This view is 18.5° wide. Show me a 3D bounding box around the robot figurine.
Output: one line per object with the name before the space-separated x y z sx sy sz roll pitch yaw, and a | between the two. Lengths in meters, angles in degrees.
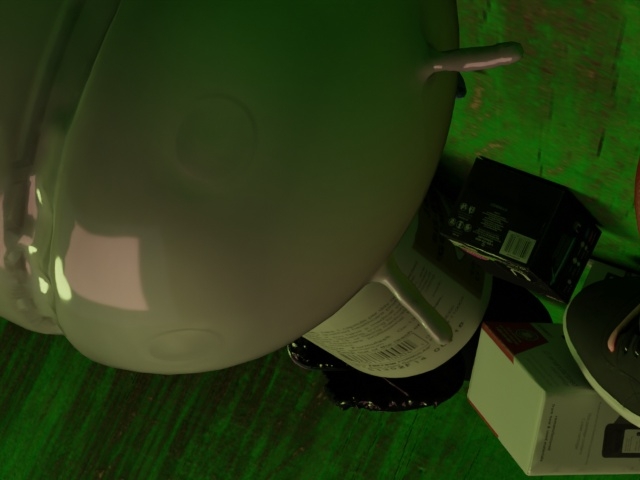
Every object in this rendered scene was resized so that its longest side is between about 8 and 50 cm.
robot figurine | -0.102 -0.080 0.683 0.353 0.200 0.300 24 145 15

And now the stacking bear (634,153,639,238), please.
stacking bear | 0.194 0.028 0.709 0.164 0.175 0.289 13 160 29

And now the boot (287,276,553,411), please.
boot | 0.079 0.076 1.469 0.246 0.094 0.207 21 -165 -14

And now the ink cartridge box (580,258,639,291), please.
ink cartridge box | 0.205 0.039 1.296 0.083 0.028 0.048 21 173 36

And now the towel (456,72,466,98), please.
towel | -0.089 -0.137 0.941 0.285 0.034 0.209 20 173 38

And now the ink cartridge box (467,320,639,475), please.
ink cartridge box | 0.187 0.102 1.277 0.150 0.063 0.109 2 -159 -19

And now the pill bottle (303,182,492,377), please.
pill bottle | 0.010 -0.002 1.234 0.131 0.131 0.229 21 173 31

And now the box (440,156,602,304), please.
box | 0.119 -0.005 1.153 0.062 0.052 0.083 23 175 27

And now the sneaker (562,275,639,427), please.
sneaker | 0.213 0.049 1.099 0.147 0.104 0.295 49 171 -33
